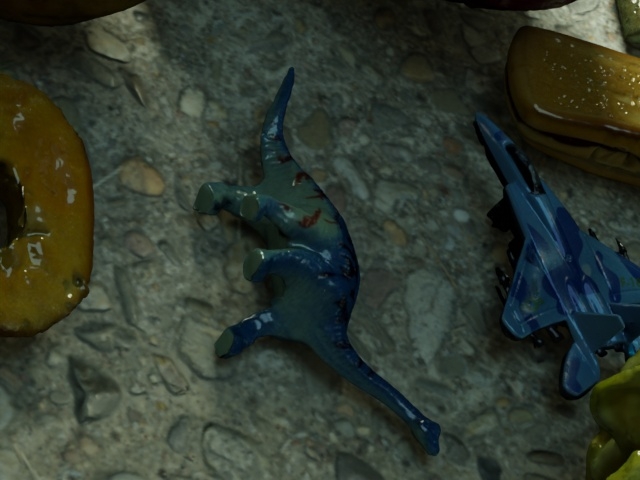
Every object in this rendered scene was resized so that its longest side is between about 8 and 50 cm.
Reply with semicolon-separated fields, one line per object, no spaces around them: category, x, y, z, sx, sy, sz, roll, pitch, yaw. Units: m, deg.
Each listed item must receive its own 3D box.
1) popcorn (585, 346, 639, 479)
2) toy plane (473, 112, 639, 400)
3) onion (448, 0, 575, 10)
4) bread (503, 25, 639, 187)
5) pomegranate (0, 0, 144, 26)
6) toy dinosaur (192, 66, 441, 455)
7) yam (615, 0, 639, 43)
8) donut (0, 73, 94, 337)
popcorn;0.303;0.154;1.413;0.250;0.235;0.242;-87;156;-51
toy plane;0.174;0.007;1.538;0.169;0.078;0.246;-12;57;-37
onion;0.062;-0.344;1.576;0.420;0.398;0.398;-25;70;-18
bread;0.240;-0.105;1.659;0.200;0.077;0.116;16;51;-18
pomegranate;-0.186;-0.296;1.422;0.281;0.281;0.281;16;50;-20
toy dinosaur;-0.020;0.010;1.422;0.144;0.076;0.329;-2;60;-40
yam;0.288;-0.214;1.795;0.043;0.043;0.094;10;54;-24
donut;-0.226;-0.019;1.302;0.162;0.065;0.178;19;65;-34
